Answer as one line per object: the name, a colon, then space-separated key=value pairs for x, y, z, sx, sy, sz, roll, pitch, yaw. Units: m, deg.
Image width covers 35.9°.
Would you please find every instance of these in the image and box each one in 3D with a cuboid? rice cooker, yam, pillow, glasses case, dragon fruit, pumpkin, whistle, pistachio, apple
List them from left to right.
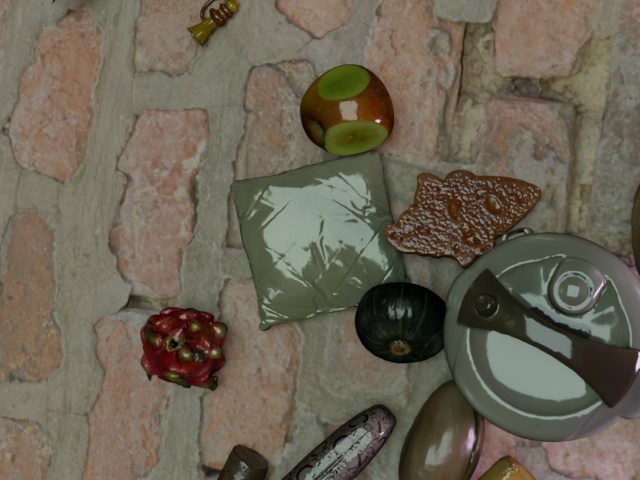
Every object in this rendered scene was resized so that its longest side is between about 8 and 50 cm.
dragon fruit: x=-0.240 y=0.193 z=1.742 sx=0.166 sy=0.172 sz=0.160 roll=45 pitch=95 yaw=11
whistle: x=-0.201 y=-0.419 z=1.857 sx=0.109 sy=0.057 sz=0.046 roll=-44 pitch=123 yaw=-3
yam: x=-0.151 y=0.438 z=1.753 sx=0.084 sy=0.084 sz=0.127 roll=31 pitch=95 yaw=12
glasses case: x=-0.009 y=0.414 z=1.694 sx=0.354 sy=0.137 sz=0.085 roll=-44 pitch=79 yaw=5
pillow: x=-0.002 y=-0.001 z=1.759 sx=0.280 sy=0.076 sz=0.274 roll=-13 pitch=89 yaw=6
apple: x=0.044 y=-0.220 z=1.719 sx=0.147 sy=0.146 sz=0.163 roll=-24 pitch=51 yaw=-11
pumpkin: x=0.141 y=0.139 z=1.676 sx=0.167 sy=0.125 sz=0.167 roll=3 pitch=126 yaw=4
pistachio: x=0.206 y=0.346 z=1.666 sx=0.136 sy=0.136 sz=0.226 roll=20 pitch=85 yaw=13
rice cooker: x=0.358 y=0.154 z=1.540 sx=0.335 sy=0.325 sz=0.335 roll=-1 pitch=85 yaw=12

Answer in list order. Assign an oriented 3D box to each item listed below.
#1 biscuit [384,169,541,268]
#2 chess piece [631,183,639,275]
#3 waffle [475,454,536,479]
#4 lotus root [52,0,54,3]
biscuit: x=0.246 y=-0.046 z=1.711 sx=0.280 sy=0.043 sz=0.183 roll=-18 pitch=82 yaw=-4
chess piece: x=0.667 y=-0.016 z=1.583 sx=0.299 sy=0.167 sz=0.167 roll=-1 pitch=86 yaw=7
waffle: x=0.293 y=0.505 z=1.627 sx=0.248 sy=0.055 sz=0.221 roll=-43 pitch=102 yaw=7
lotus root: x=-0.450 y=-0.567 z=1.863 sx=0.154 sy=0.154 sz=0.278 roll=6 pitch=86 yaw=12
